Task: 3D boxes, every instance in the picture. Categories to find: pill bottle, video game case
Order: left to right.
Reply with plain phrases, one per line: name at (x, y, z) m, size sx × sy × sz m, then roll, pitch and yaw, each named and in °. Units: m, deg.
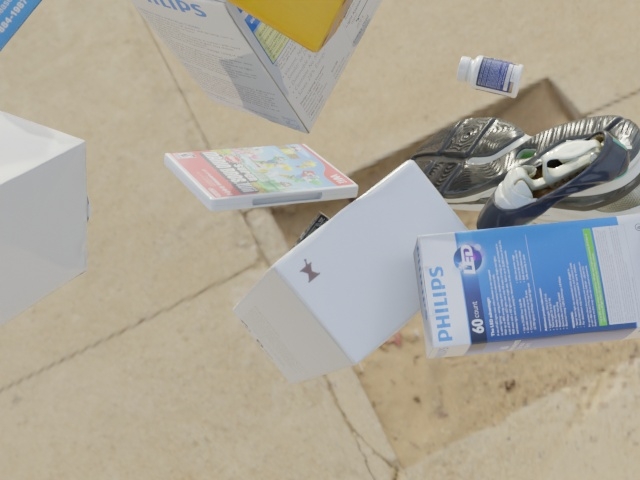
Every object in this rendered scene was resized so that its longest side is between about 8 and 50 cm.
video game case at (-0.105, -0.115, 1.796) m, size 0.285 × 0.025 × 0.204 m, roll -7°, pitch 30°, yaw -31°
pill bottle at (0.329, -0.322, 1.986) m, size 0.120 × 0.067 × 0.067 m, roll 15°, pitch 60°, yaw 11°

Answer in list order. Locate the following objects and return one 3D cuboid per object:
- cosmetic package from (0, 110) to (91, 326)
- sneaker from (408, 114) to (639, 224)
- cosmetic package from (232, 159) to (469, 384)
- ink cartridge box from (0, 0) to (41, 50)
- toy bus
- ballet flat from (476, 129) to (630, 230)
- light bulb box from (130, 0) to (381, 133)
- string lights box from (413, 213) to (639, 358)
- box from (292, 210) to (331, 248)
cosmetic package at (-0.431, 0.012, 1.140) m, size 0.155 × 0.196 × 0.365 m, roll 20°, pitch 32°, yaw 20°
sneaker at (0.328, -0.044, 1.538) m, size 0.448 × 0.257 × 0.169 m, roll 6°, pitch 53°, yaw 52°
cosmetic package at (0.032, 0.064, 1.445) m, size 0.230 × 0.453 × 0.161 m, roll -38°, pitch 88°, yaw -15°
ink cartridge box at (-0.473, -0.266, 0.878) m, size 0.285 × 0.395 × 0.166 m, roll -45°, pitch 32°, yaw 15°
toy bus at (-0.109, -0.369, 1.243) m, size 0.333 × 0.108 × 0.130 m, roll 31°, pitch 38°, yaw 1°
ballet flat at (0.269, -0.074, 1.231) m, size 0.203 × 0.074 × 0.074 m, roll -26°, pitch 49°, yaw 19°
light bulb box at (-0.084, -0.426, 1.605) m, size 0.225 × 0.361 × 0.357 m, roll 20°, pitch 74°, yaw 27°
string lights box at (0.244, 0.053, 1.164) m, size 0.260 × 0.076 × 0.133 m, roll -5°, pitch 74°, yaw -1°
box at (0.000, 0.000, 1.822) m, size 0.083 × 0.067 × 0.018 m, roll -53°, pitch 21°, yaw 6°
